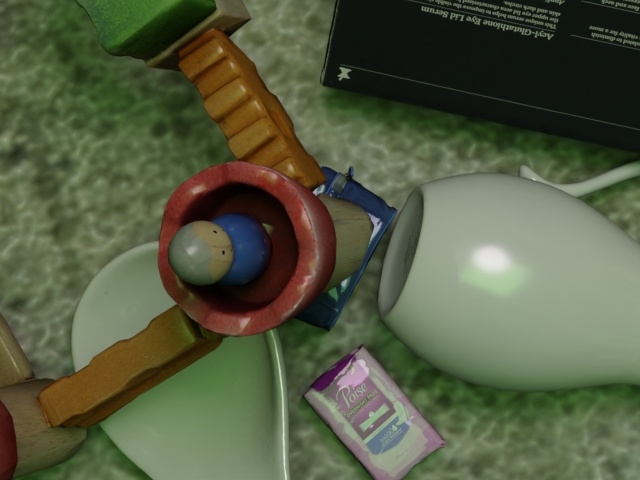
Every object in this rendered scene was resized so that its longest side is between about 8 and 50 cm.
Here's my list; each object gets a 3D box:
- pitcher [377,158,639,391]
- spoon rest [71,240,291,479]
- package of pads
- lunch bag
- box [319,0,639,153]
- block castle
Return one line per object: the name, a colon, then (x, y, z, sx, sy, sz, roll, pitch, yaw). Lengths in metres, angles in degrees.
pitcher: (0.149, 0.012, 0.987, 0.207, 0.125, 0.178, 16, 64, -10)
spoon rest: (-0.046, 0.124, 0.973, 0.137, 0.084, 0.276, -38, 88, 20)
package of pads: (0.033, 0.110, 1.010, 0.050, 0.032, 0.083, -40, 87, -7)
lunch bag: (0.000, 0.000, 1.000, 0.065, 0.067, 0.098, 29, 83, 1)
box: (0.146, -0.159, 0.952, 0.261, 0.184, 0.103, 12, 43, 0)
block castle: (-0.207, -0.099, 0.883, 0.303, 0.213, 0.453, -32, 81, 16)
